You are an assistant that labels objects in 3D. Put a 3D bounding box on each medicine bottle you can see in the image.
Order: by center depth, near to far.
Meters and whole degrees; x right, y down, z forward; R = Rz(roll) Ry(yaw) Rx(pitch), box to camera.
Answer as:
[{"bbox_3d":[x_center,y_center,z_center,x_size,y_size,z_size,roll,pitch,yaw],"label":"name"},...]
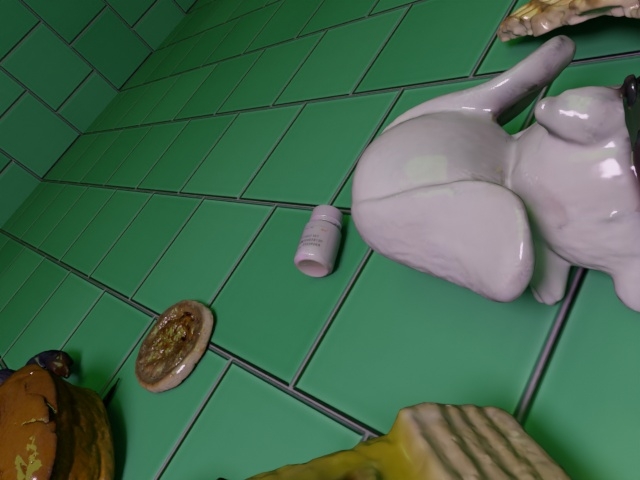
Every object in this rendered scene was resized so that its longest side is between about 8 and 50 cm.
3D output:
[{"bbox_3d":[0.000,0.000,0.670,0.052,0.052,0.089,-13,46,36],"label":"medicine bottle"}]

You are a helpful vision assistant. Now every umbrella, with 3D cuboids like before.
[{"bbox_3d":[-0.337,0.265,0.774,0.022,0.013,0.122,-20,40,60],"label":"umbrella"}]

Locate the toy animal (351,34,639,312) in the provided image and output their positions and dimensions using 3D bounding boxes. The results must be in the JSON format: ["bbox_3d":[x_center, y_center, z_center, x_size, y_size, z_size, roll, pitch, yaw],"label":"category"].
[{"bbox_3d":[0.161,-0.046,0.454,0.289,0.174,0.249,-26,39,23],"label":"toy animal"}]

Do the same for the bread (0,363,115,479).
[{"bbox_3d":[-0.382,0.284,0.675,0.195,0.143,0.270,-53,42,-3],"label":"bread"}]

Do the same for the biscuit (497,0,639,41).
[{"bbox_3d":[0.357,-0.294,0.570,0.205,0.040,0.309,-33,23,-6],"label":"biscuit"}]

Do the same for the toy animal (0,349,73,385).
[{"bbox_3d":[-0.547,0.304,0.852,0.298,0.122,0.185,-40,40,-4],"label":"toy animal"}]

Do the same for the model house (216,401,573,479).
[{"bbox_3d":[0.078,0.221,0.302,0.235,0.174,0.193,-15,32,-13],"label":"model house"}]

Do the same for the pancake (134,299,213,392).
[{"bbox_3d":[-0.219,0.152,0.759,0.152,0.025,0.151,-27,40,25],"label":"pancake"}]
